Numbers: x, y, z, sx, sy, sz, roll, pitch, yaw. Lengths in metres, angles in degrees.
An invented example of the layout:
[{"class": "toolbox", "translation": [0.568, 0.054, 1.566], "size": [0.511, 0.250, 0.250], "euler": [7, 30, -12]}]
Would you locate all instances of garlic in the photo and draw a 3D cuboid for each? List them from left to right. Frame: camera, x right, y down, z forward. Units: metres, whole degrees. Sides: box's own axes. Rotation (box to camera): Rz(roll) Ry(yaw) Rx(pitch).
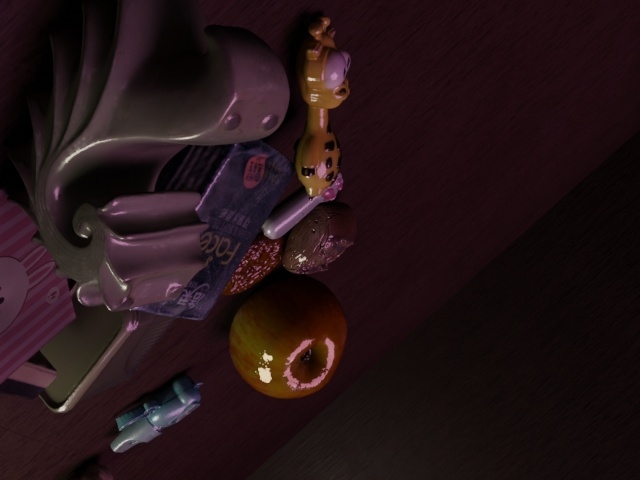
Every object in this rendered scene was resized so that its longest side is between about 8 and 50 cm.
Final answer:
[{"class": "garlic", "translation": [-0.604, 0.633, 1.728], "size": [0.159, 0.102, 0.147], "euler": [-42, 176, 35]}]

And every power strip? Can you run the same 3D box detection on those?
[{"class": "power strip", "translation": [-0.493, 0.163, 0.991], "size": [0.070, 0.105, 0.256], "euler": [-47, 160, -8]}]

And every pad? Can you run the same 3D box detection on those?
[{"class": "pad", "translation": [-0.418, 0.068, 0.896], "size": [0.202, 0.005, 0.299], "euler": [-50, 156, -43]}]

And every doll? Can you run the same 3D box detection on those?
[{"class": "doll", "translation": [0.001, -0.202, 1.066], "size": [0.117, 0.086, 0.291], "euler": [-68, 164, -55]}]

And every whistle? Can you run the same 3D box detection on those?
[{"class": "whistle", "translation": [-0.407, 0.439, 1.703], "size": [0.274, 0.093, 0.186], "euler": [-37, 159, -1]}]

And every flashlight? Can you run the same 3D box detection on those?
[{"class": "flashlight", "translation": [-0.035, -0.073, 1.391], "size": [0.200, 0.047, 0.093], "euler": [-39, 159, -7]}]

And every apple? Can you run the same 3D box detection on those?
[{"class": "apple", "translation": [-0.068, 0.241, 1.641], "size": [0.301, 0.301, 0.301], "euler": [-34, 158, -16]}]

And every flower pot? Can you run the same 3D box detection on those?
[{"class": "flower pot", "translation": [-0.204, -0.110, 0.759], "size": [0.165, 0.254, 0.367], "euler": [-12, 143, -52]}]

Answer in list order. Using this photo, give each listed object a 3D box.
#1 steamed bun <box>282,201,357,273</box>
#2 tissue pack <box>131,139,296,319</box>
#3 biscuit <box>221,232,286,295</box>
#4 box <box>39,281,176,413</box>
[{"class": "steamed bun", "translation": [0.000, 0.000, 1.492], "size": [0.175, 0.106, 0.145], "euler": [-55, 161, 22]}, {"class": "tissue pack", "translation": [-0.183, -0.032, 1.069], "size": [0.315, 0.103, 0.228], "euler": [-58, 158, 2]}, {"class": "biscuit", "translation": [-0.148, 0.053, 1.470], "size": [0.188, 0.027, 0.188], "euler": [-34, 157, -17]}, {"class": "box", "translation": [-0.369, 0.158, 1.183], "size": [0.274, 0.138, 0.178], "euler": [-48, 165, 21]}]
